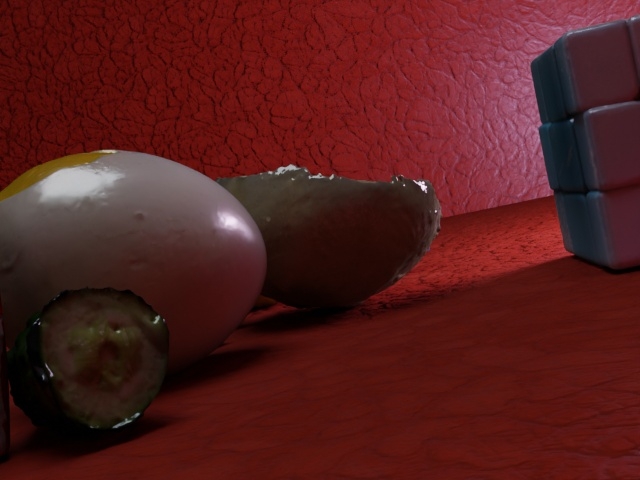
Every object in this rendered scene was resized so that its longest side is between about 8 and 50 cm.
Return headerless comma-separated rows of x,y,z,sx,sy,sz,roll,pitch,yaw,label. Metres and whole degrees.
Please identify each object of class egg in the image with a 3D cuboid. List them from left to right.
-0.232,0.033,1.115,0.345,0.282,0.283,-4,0,-17,egg

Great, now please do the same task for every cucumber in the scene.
-0.246,0.127,0.915,0.134,0.134,0.244,-14,-8,-32,cucumber

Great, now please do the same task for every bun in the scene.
0.002,0.004,1.415,0.365,0.202,0.364,1,-2,0,bun

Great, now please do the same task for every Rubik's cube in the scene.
0.492,-0.149,1.298,0.319,0.315,0.322,-12,4,5,Rubik's cube

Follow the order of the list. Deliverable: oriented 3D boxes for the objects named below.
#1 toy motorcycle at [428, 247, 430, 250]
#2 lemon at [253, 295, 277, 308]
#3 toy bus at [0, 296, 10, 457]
0.098,0.035,1.712,0.215,0.080,0.123,-20,7,-39,toy motorcycle
-0.122,0.028,1.666,0.244,0.186,0.187,8,14,35,lemon
-0.355,0.084,0.858,0.120,0.264,0.121,-5,-1,-31,toy bus
